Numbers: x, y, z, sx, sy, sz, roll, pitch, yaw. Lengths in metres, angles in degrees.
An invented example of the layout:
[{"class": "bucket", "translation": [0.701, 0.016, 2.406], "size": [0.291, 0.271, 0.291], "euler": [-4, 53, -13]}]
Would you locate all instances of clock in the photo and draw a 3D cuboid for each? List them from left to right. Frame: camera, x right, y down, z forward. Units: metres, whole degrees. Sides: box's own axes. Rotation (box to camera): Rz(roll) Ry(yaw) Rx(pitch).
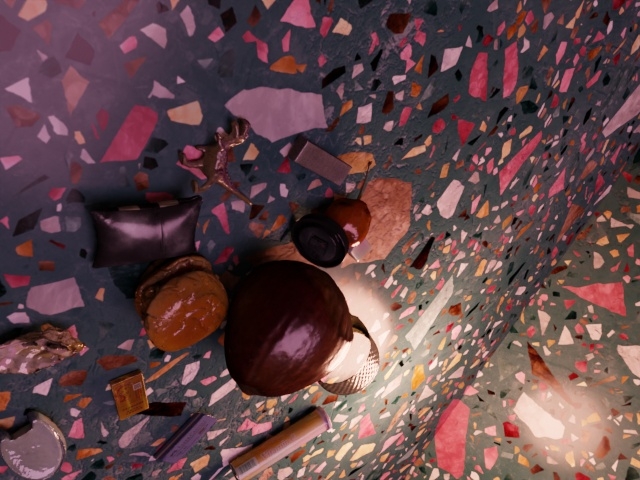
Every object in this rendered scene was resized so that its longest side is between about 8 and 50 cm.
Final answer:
[{"class": "clock", "translation": [0.000, 0.000, 1.447], "size": [0.040, 0.185, 0.184], "euler": [-51, 147, -42]}]

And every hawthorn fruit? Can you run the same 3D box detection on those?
[{"class": "hawthorn fruit", "translation": [0.103, -0.111, 1.517], "size": [0.165, 0.165, 0.285], "euler": [47, 61, -48]}]

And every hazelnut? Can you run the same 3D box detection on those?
[{"class": "hazelnut", "translation": [-0.104, 0.258, 1.399], "size": [0.421, 0.353, 0.420], "euler": [-42, 162, -17]}]

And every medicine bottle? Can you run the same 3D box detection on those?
[{"class": "medicine bottle", "translation": [-0.159, 0.822, 1.959], "size": [0.426, 0.108, 0.108], "euler": [-23, 132, -25]}, {"class": "medicine bottle", "translation": [0.116, 0.010, 1.643], "size": [0.074, 0.055, 0.118], "euler": [-45, 139, -5]}]

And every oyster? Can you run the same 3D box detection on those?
[{"class": "oyster", "translation": [-0.678, 0.249, 1.122], "size": [0.209, 0.072, 0.132], "euler": [-17, 138, -7]}]

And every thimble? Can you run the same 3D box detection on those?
[{"class": "thimble", "translation": [0.072, 0.410, 1.736], "size": [0.271, 0.271, 0.150], "euler": [-42, 139, -9]}]

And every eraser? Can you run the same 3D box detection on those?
[{"class": "eraser", "translation": [-0.454, 0.666, 1.634], "size": [0.225, 0.036, 0.082], "euler": [-45, 140, -6]}]

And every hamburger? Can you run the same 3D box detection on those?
[{"class": "hamburger", "translation": [-0.355, 0.163, 1.262], "size": [0.245, 0.163, 0.244], "euler": [-22, 129, -29]}]

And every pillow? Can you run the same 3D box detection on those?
[{"class": "pillow", "translation": [-0.403, -0.017, 1.133], "size": [0.250, 0.106, 0.185], "euler": [-13, 141, -31]}]

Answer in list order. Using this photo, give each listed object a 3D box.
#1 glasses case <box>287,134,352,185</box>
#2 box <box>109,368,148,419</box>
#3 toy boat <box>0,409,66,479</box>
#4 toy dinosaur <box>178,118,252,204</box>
[{"class": "glasses case", "translation": [0.001, -0.225, 1.381], "size": [0.205, 0.047, 0.070], "euler": [20, 108, -47]}, {"class": "box", "translation": [-0.551, 0.446, 1.401], "size": [0.089, 0.022, 0.156], "euler": [-21, 131, -31]}, {"class": "toy boat", "translation": [-0.750, 0.534, 1.266], "size": [0.134, 0.079, 0.207], "euler": [-34, 126, -29]}, {"class": "toy dinosaur", "translation": [-0.241, -0.169, 1.197], "size": [0.200, 0.072, 0.251], "euler": [-24, 124, -38]}]
